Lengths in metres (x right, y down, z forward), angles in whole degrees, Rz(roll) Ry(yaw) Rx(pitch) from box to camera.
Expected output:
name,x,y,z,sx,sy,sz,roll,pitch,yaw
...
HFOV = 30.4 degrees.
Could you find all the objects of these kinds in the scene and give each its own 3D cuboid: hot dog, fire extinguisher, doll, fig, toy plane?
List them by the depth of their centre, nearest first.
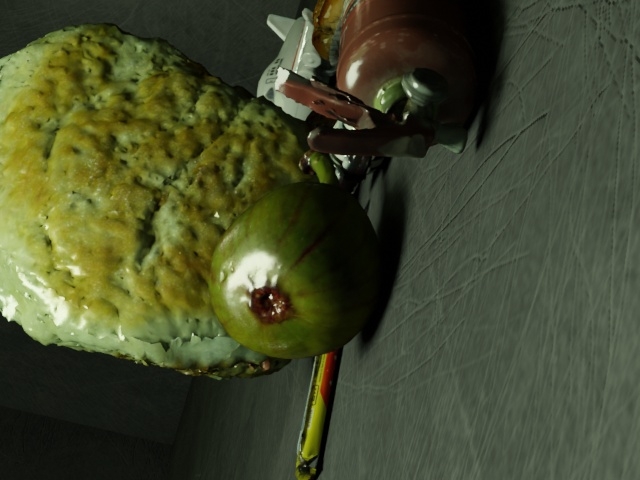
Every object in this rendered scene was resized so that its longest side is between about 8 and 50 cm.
name,x,y,z,sx,sy,sz,roll,pitch,yaw
fire extinguisher,0.046,-0.156,0.901,0.337,0.147,0.106,-84,10,-54
fig,0.000,0.000,1.076,0.259,0.151,0.151,-56,-13,-57
doll,0.048,-0.124,1.135,0.219,0.067,0.091,118,167,-54
hot dog,0.030,-0.331,1.646,0.252,0.069,0.131,-86,12,-60
toy plane,-0.036,-0.256,1.826,0.252,0.118,0.252,-168,90,-82

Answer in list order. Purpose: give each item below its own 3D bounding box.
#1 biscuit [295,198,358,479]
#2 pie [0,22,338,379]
name,x,y,z,sx,sy,sz,roll,pitch,yaw
biscuit,0.009,0.094,1.163,0.048,0.026,0.291,111,171,-64
pie,-0.174,-0.034,1.267,0.180,0.418,0.395,125,157,-55
